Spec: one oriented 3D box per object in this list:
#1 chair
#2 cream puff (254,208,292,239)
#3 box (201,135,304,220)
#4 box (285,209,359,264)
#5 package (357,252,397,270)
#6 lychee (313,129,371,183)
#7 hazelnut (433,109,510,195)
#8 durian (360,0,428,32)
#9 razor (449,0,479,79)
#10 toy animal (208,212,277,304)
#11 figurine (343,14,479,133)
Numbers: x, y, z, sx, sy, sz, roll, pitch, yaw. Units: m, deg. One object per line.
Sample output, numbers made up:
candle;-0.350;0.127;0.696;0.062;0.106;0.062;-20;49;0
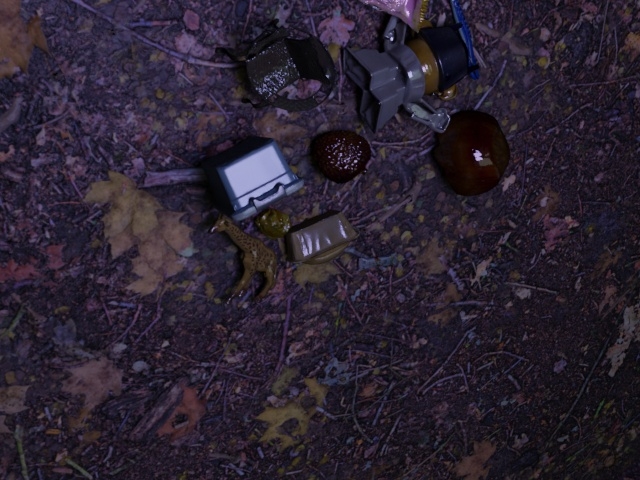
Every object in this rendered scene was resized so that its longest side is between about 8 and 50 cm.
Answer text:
chair;-0.075;-0.336;1.415;0.149;0.213;0.174;-36;123;-15
cream puff;-0.105;-0.040;1.633;0.083;0.083;0.058;11;67;-19
box;-0.144;-0.125;1.476;0.162;0.227;0.130;-29;107;-12
box;0.000;0.000;1.678;0.177;0.111;0.111;-25;122;-15
package;0.142;0.053;1.829;0.110;0.015;0.037;-9;122;-22
lychee;0.047;-0.187;1.605;0.129;0.123;0.123;42;90;-27
hazelnut;0.366;-0.213;1.751;0.170;0.160;0.202;-1;76;-41
durian;0.141;-0.520;1.471;0.132;0.182;0.165;-59;166;8
razor;0.319;-0.510;1.639;0.056;0.093;0.324;-2;126;17
toy animal;-0.164;0.038;1.621;0.149;0.054;0.275;-23;134;-21
figurine;0.207;-0.370;1.586;0.308;0.143;0.308;-11;120;-20
